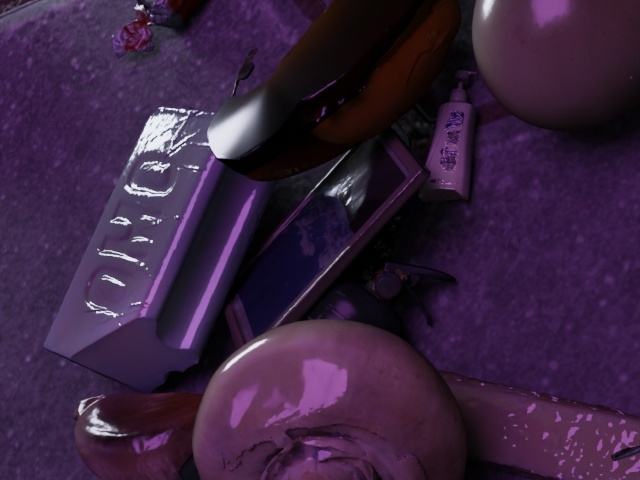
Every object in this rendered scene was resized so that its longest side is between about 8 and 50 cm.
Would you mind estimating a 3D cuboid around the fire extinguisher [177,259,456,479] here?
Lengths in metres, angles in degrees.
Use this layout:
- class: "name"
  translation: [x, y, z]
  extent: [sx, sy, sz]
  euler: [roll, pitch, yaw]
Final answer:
- class: "fire extinguisher"
  translation: [-0.002, 0.133, 1.513]
  extent: [0.114, 0.095, 0.311]
  euler: [36, 93, -6]

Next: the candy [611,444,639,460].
- class: "candy"
  translation: [0.328, 0.150, 1.292]
  extent: [0.185, 0.049, 0.055]
  euler: [-21, 34, 7]

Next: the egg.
- class: "egg"
  translation: [0.244, -0.219, 1.443]
  extent: [0.188, 0.188, 0.253]
  euler: [16, 72, 37]

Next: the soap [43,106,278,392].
- class: "soap"
  translation: [-0.164, 0.010, 1.645]
  extent: [0.173, 0.095, 0.289]
  euler: [13, 76, 53]

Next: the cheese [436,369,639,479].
- class: "cheese"
  translation: [0.220, 0.180, 1.383]
  extent: [0.400, 0.034, 0.085]
  euler: [10, 71, 35]

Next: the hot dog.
- class: "hot dog"
  translation: [0.030, -0.162, 1.577]
  extent: [0.326, 0.107, 0.194]
  euler: [-40, 29, -7]

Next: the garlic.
- class: "garlic"
  translation: [-0.183, 0.209, 1.600]
  extent: [0.196, 0.087, 0.101]
  euler: [-5, 44, 36]

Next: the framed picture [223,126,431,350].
- class: "framed picture"
  translation: [0.000, 0.000, 1.554]
  extent: [0.260, 0.023, 0.189]
  euler: [-47, 21, 9]

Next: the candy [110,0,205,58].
- class: "candy"
  translation: [-0.149, -0.330, 1.832]
  extent: [0.086, 0.059, 0.292]
  euler: [36, 90, 40]

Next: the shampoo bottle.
- class: "shampoo bottle"
  translation: [0.131, -0.105, 1.566]
  extent: [0.049, 0.034, 0.141]
  euler: [-6, 65, 37]

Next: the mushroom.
- class: "mushroom"
  translation: [0.009, 0.189, 1.358]
  extent: [0.246, 0.246, 0.202]
  euler: [-32, 20, 18]
